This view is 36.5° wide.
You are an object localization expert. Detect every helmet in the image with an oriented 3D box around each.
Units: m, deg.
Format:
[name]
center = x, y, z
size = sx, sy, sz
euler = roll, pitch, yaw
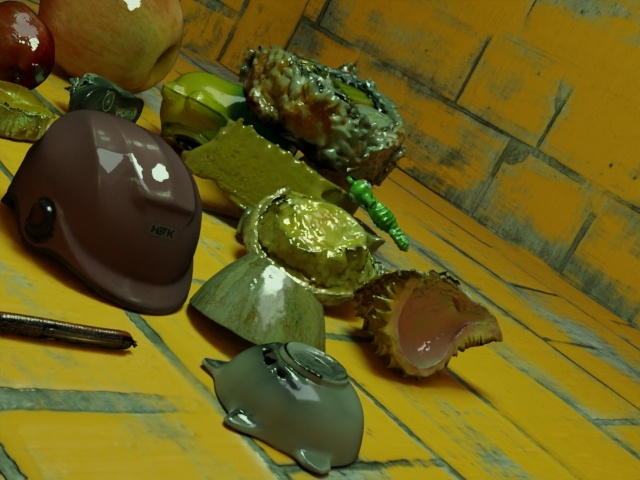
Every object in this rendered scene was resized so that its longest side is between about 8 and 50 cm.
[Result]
[helmet]
center = -0.287, -0.063, 1.386
size = 0.271, 0.197, 0.338
euler = 19, 15, -45

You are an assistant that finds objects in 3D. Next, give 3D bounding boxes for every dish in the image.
[dish]
center = -0.031, 0.181, 1.199
size = 0.228, 0.086, 0.236
euler = 14, 19, -48

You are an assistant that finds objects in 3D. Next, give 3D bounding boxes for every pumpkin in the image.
[pumpkin]
center = -0.072, 0.090, 1.405
size = 0.217, 0.110, 0.217
euler = 24, -3, 1

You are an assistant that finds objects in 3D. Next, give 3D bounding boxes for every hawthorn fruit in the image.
[hawthorn fruit]
center = -0.631, -0.382, 1.986
size = 0.185, 0.185, 0.202
euler = 17, 34, -41

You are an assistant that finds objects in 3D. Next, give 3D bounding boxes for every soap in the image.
[soap]
center = -0.066, -0.080, 1.905
size = 0.304, 0.169, 0.339
euler = 38, 6, 41

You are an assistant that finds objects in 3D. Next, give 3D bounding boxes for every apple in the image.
[apple]
center = -0.512, -0.540, 2.428
size = 0.364, 0.364, 0.364
euler = 27, 13, -7

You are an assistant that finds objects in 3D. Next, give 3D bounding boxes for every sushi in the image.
[sushi]
center = 0.011, -0.286, 2.093
size = 0.417, 0.176, 0.417
euler = 28, 20, -11

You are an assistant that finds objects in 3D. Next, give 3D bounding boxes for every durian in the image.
[durian]
center = 0.149, 0.135, 1.647
size = 0.195, 0.185, 0.305
euler = 14, -4, 43

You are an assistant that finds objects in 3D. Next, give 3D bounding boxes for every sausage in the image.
[sausage]
center = -0.290, 0.103, 1.102
size = 0.028, 0.025, 0.198
euler = -4, -15, 45

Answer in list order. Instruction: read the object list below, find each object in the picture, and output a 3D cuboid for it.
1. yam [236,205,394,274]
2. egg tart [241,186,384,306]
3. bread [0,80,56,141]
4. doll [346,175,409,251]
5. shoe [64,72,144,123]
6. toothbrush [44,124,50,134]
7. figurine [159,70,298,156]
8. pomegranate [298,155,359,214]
[yam]
center = 0.014, 0.040, 1.866
size = 0.371, 0.083, 0.083
euler = 25, 13, -5
[egg tart]
center = 0.000, 0.000, 1.748
size = 0.291, 0.107, 0.291
euler = 19, 37, -15
[bread]
center = -0.563, -0.235, 1.750
size = 0.140, 0.069, 0.128
euler = 38, 17, 25
[doll]
center = 0.116, -0.055, 1.940
size = 0.190, 0.050, 0.115
euler = 50, 10, -2
[shoe]
center = -0.497, -0.299, 2.073
size = 0.149, 0.109, 0.293
euler = 26, 9, 9
[toothbrush]
center = -0.583, -0.252, 1.864
size = 0.307, 0.029, 0.025
euler = 31, 6, 11
[figurine]
center = -0.214, -0.271, 2.267
size = 0.340, 0.231, 0.323
euler = 28, -1, -8
[pomegranate]
center = -0.006, -0.108, 2.216
size = 0.196, 0.196, 0.196
euler = 27, 13, -7
